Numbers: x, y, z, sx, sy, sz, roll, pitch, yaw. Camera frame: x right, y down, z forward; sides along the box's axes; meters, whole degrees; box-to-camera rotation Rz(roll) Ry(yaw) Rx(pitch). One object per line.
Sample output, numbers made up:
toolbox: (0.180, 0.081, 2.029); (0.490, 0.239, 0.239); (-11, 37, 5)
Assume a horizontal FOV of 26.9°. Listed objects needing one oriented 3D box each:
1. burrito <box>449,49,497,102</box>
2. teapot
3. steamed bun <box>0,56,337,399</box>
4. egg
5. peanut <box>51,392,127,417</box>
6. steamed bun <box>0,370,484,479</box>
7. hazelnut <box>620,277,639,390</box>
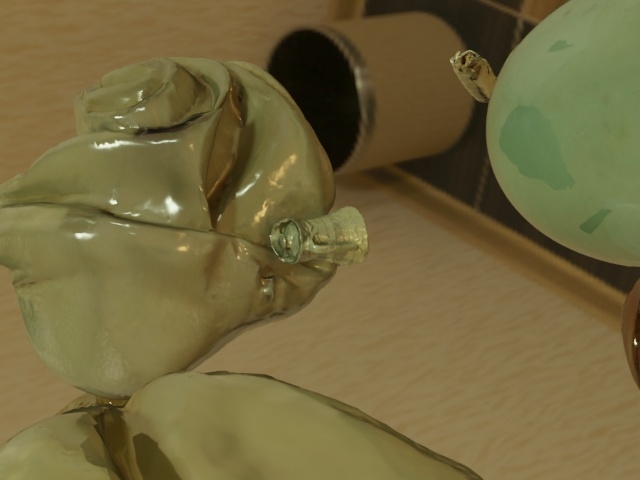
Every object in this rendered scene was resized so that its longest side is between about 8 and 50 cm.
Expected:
burrito: (0.210, -0.221, 1.806); (0.041, 0.185, 0.045); (23, 89, 16)
teapot: (0.000, 0.000, 1.241); (0.067, 0.083, 0.057); (27, 118, 58)
steamed bun: (-0.158, -0.051, 1.347); (0.342, 0.367, 0.255); (36, 145, 50)
egg: (0.323, -0.111, 1.215); (0.389, 0.276, 0.276); (-10, 93, 50)
peanut: (-0.243, 0.236, 1.341); (0.110, 0.197, 0.233); (28, 105, 7)
steamed bun: (-0.076, 0.204, 0.431); (0.237, 0.394, 0.347); (20, 91, 27)
hazelnut: (0.454, 0.118, 1.630); (0.208, 0.208, 0.208); (17, 113, 45)
